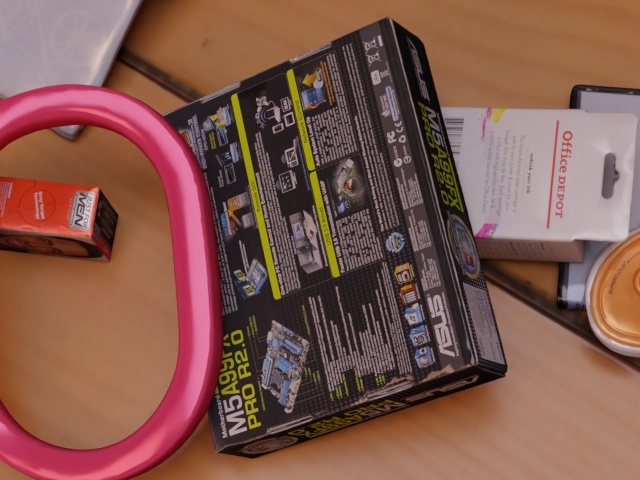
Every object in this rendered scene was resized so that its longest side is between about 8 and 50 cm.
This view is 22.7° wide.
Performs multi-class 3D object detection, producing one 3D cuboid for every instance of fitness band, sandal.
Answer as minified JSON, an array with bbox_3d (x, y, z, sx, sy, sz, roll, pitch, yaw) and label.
[{"bbox_3d":[-0.176,0.033,1.151,0.209,0.054,0.291,-6,83,4],"label":"fitness band"},{"bbox_3d":[0.321,0.011,1.146,0.265,0.076,0.102,-12,72,1],"label":"sandal"}]

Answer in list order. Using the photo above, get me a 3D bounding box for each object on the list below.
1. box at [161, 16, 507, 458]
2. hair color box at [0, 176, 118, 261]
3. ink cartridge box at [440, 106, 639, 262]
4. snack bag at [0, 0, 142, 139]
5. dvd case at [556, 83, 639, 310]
[{"bbox_3d":[0.000,0.000,1.167,0.216,0.060,0.270,-22,70,24],"label":"box"},{"bbox_3d":[-0.234,-0.019,1.227,0.141,0.072,0.043,6,74,7],"label":"hair color box"},{"bbox_3d":[0.146,-0.041,1.193,0.181,0.061,0.104,3,73,17],"label":"ink cartridge box"},{"bbox_3d":[-0.249,-0.288,1.282,0.323,0.037,0.342,28,100,11],"label":"snack bag"},{"bbox_3d":[0.311,-0.026,1.211,0.253,0.022,0.180,4,73,6],"label":"dvd case"}]
